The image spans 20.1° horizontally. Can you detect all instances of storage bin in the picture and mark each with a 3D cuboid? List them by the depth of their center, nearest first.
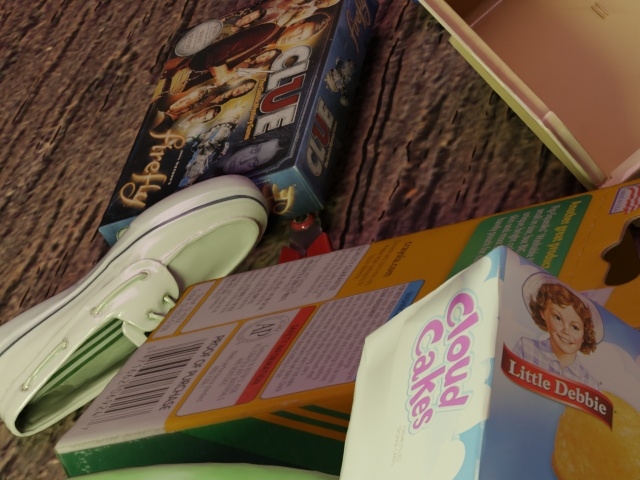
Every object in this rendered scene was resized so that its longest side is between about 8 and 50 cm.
[{"bbox_3d":[0.209,-0.183,1.146,0.262,0.123,0.260,-40,45,4],"label":"storage bin"}]

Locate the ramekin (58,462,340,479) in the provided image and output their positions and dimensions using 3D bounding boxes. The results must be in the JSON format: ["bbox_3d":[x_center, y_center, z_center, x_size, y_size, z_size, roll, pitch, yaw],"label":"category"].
[{"bbox_3d":[-0.046,0.237,0.709,0.303,0.303,0.148,-16,44,13],"label":"ramekin"}]

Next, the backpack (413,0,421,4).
[{"bbox_3d":[0.116,-0.227,1.355,0.120,0.098,0.101,-37,41,-16],"label":"backpack"}]

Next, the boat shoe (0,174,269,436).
[{"bbox_3d":[-0.119,0.050,1.179,0.226,0.083,0.076,-38,48,3],"label":"boat shoe"}]

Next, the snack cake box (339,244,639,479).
[{"bbox_3d":[0.132,0.136,0.655,0.089,0.264,0.152,-39,29,43],"label":"snack cake box"}]

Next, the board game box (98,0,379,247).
[{"bbox_3d":[-0.055,-0.094,1.318,0.165,0.042,0.243,-17,35,26],"label":"board game box"}]

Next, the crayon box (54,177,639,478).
[{"bbox_3d":[0.048,0.066,0.951,0.322,0.083,0.203,-14,18,24],"label":"crayon box"}]

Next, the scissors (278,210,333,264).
[{"bbox_3d":[0.000,0.000,1.211,0.109,0.021,0.297,-13,36,21],"label":"scissors"}]
